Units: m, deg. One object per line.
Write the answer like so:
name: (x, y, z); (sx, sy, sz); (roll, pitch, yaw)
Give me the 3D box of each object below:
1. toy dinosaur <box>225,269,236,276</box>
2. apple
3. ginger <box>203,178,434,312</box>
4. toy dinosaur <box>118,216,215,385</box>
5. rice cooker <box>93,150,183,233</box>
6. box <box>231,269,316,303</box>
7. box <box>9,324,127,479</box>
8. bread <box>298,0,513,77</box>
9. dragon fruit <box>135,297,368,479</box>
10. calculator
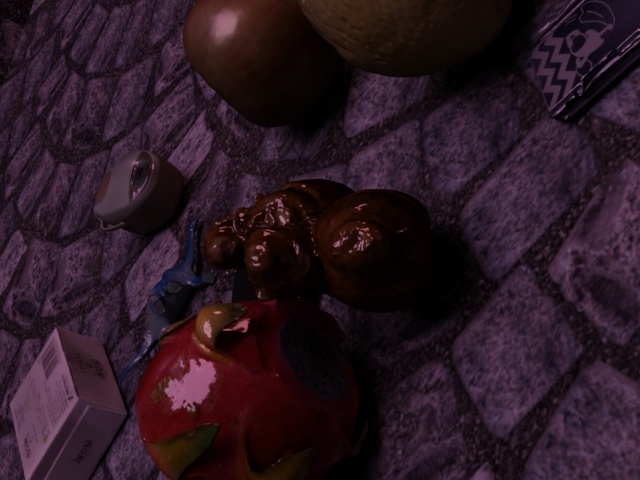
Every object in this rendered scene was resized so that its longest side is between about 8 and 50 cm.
toy dinosaur: (-0.127, 0.035, 1.895); (0.060, 0.029, 0.119); (-41, 36, 6)
apple: (-0.087, -0.319, 1.874); (0.234, 0.257, 0.257); (-51, 31, 1)
ginger: (0.008, 0.000, 1.465); (0.357, 0.274, 0.152); (16, 98, 59)
toy dinosaur: (-0.259, 0.103, 2.001); (0.144, 0.076, 0.329); (-4, 62, 64)
rice cooker: (-0.347, -0.088, 2.228); (0.206, 0.127, 0.145); (-27, 45, 51)
box: (-0.073, 0.065, 1.769); (0.201, 0.042, 0.212); (-38, 38, 38)
box: (-0.464, 0.307, 2.126); (0.194, 0.111, 0.260); (-57, 33, 13)
bread: (0.112, -0.372, 1.532); (0.237, 0.321, 0.320); (-16, 55, 54)
dragon fruit: (-0.068, 0.190, 1.447); (0.189, 0.291, 0.290); (-45, 35, 35)
calculator: (0.356, -0.271, 1.373); (0.274, 0.028, 0.165); (-42, 33, 30)
